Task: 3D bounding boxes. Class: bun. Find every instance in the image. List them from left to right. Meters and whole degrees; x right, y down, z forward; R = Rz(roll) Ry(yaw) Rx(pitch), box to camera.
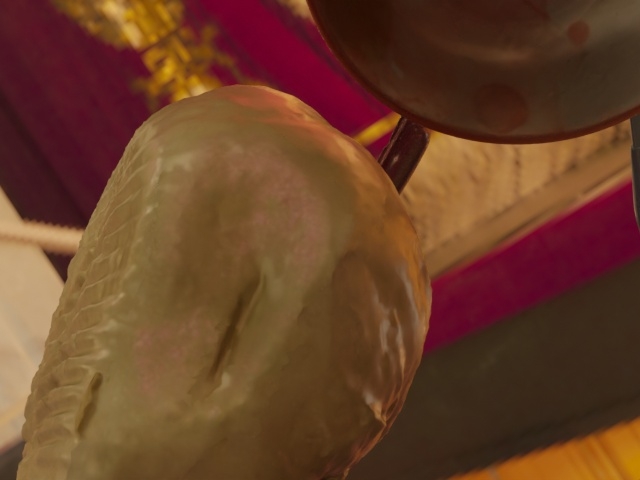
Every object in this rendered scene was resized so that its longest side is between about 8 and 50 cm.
[{"bbox_3d":[-0.062,0.081,1.146,0.361,0.213,0.361,-160,90,-78],"label":"bun"}]

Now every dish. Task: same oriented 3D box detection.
[{"bbox_3d":[0.112,-0.188,1.008,0.260,0.260,0.085,-33,23,12],"label":"dish"}]

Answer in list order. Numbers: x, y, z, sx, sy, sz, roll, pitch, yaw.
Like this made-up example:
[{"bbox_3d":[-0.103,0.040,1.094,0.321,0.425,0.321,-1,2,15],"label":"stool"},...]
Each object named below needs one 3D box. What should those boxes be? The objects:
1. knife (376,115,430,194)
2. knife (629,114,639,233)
[{"bbox_3d":[0.002,0.001,1.446,0.278,0.053,0.123,-46,0,21],"label":"knife"},{"bbox_3d":[0.265,-0.085,1.446,0.044,0.313,0.019,-13,44,3],"label":"knife"}]
